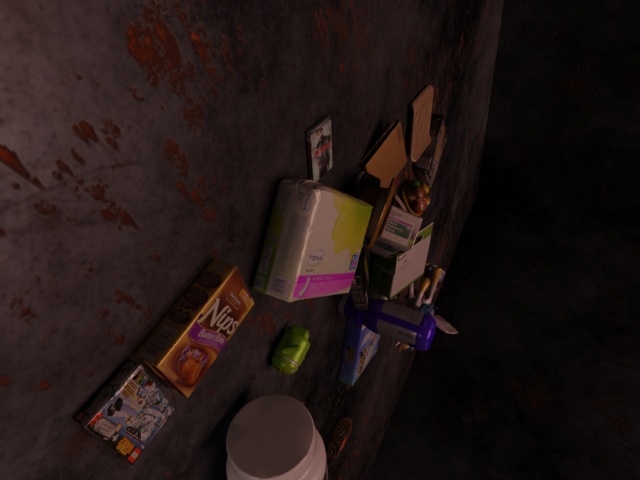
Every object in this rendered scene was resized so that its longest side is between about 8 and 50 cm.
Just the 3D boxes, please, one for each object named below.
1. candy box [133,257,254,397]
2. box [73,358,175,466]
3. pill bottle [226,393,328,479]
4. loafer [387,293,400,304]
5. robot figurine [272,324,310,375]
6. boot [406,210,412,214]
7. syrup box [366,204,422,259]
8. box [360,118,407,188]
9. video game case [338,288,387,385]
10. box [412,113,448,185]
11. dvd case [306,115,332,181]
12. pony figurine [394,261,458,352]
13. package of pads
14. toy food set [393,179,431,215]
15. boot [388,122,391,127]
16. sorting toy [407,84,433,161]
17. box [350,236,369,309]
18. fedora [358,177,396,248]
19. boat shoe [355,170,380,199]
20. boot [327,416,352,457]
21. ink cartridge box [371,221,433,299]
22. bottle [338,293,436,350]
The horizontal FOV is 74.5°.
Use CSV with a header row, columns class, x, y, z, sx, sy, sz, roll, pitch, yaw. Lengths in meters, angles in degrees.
class,x,y,z,sx,sy,sz,roll,pitch,yaw
candy box,-0.186,0.132,0.655,0.186,0.053,0.109,-58,151,-33
box,-0.265,0.240,0.584,0.094,0.027,0.136,-54,150,-38
pill bottle,-0.089,0.510,0.918,0.210,0.210,0.362,-49,146,-42
loafer,0.266,0.237,1.656,0.076,0.078,0.223,21,65,-29
robot figurine,-0.068,0.254,0.966,0.115,0.067,0.101,-61,165,-24
boot,0.324,-0.003,1.625,0.189,0.076,0.208,-57,148,0
syrup box,0.202,-0.017,1.218,0.237,0.093,0.096,124,-12,-80
box,0.187,-0.225,1.210,0.164,0.021,0.201,-53,154,-9
video game case,0.157,0.342,1.513,0.244,0.061,0.269,-30,132,-56
box,0.435,-0.350,1.656,0.183,0.056,0.230,32,77,-65
dvd case,-0.001,-0.189,0.883,0.087,0.013,0.119,-48,145,-43
pony figurine,0.422,0.277,1.792,0.351,0.303,0.362,0,102,-56
package of pads,0.000,0.000,0.891,0.297,0.101,0.228,4,102,-63
toy food set,0.359,-0.160,1.528,0.128,0.071,0.218,59,38,-7
boot,0.227,-0.308,1.267,0.106,0.037,0.114,-52,145,-40
sorting toy,0.343,-0.405,1.456,0.193,0.038,0.208,-51,143,-40
box,0.107,0.070,1.175,0.190,0.045,0.184,72,18,-52
fedora,0.129,-0.076,1.074,0.194,0.079,0.194,21,90,-85
boat shoe,0.142,-0.104,1.180,0.075,0.065,0.206,-58,152,-31
boot,0.081,0.754,1.633,0.157,0.059,0.085,-63,159,-1
ink cartridge box,0.282,0.052,1.457,0.189,0.097,0.255,-30,139,-30
bottle,0.191,0.229,1.237,0.092,0.283,0.118,-58,151,-29
